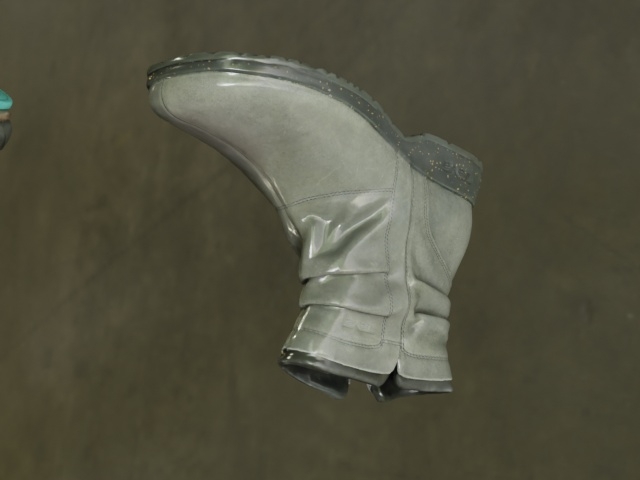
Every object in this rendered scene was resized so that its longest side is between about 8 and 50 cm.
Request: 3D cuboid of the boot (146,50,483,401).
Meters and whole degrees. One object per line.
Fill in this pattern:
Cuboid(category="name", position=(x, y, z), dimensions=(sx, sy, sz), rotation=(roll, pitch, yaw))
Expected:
Cuboid(category="boot", position=(0.000, 0.000, 0.855), dimensions=(0.083, 0.246, 0.161), rotation=(-10, 65, 49))

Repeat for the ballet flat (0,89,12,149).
Cuboid(category="ballet flat", position=(-0.287, -0.077, 0.861), dimensions=(0.095, 0.280, 0.096), rotation=(36, 97, 32))
